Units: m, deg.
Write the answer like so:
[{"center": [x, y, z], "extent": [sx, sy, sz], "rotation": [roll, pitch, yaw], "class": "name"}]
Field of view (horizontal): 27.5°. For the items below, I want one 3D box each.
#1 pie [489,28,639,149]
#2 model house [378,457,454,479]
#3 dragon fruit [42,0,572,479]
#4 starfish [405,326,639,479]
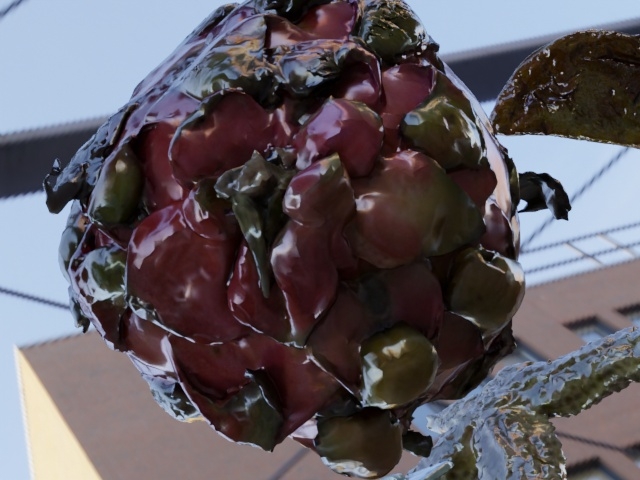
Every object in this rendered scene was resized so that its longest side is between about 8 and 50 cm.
[{"center": [0.221, -0.106, 0.946], "extent": [0.033, 0.191, 0.088], "rotation": [-26, -54, -68], "class": "pie"}, {"center": [0.065, 0.305, 0.988], "extent": [0.224, 0.215, 0.198], "rotation": [-27, -26, -52], "class": "model house"}, {"center": [0.000, 0.000, 0.697], "extent": [0.250, 0.291, 0.269], "rotation": [-46, -69, 1], "class": "dragon fruit"}, {"center": [0.198, 0.211, 1.274], "extent": [0.082, 0.432, 0.324], "rotation": [45, -132, -20], "class": "starfish"}]
